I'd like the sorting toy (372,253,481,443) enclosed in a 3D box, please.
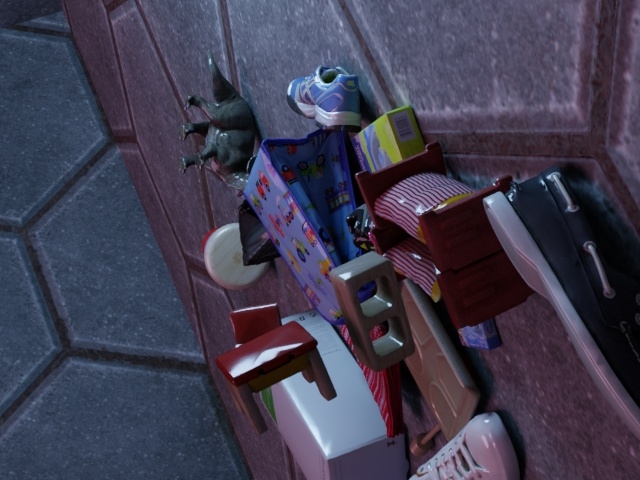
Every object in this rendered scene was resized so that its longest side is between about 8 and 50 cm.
[{"bbox_3d":[0.148,0.134,1.715,0.229,0.041,0.307,89,157,-58],"label":"sorting toy"}]

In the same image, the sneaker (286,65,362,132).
[{"bbox_3d":[0.012,-0.213,1.713,0.211,0.080,0.081,-143,57,-61],"label":"sneaker"}]

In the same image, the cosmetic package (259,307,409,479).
[{"bbox_3d":[0.013,0.314,2.166,0.365,0.155,0.197,-126,24,-49],"label":"cosmetic package"}]

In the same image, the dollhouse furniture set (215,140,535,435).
[{"bbox_3d":[0.036,0.041,1.356,0.201,0.374,0.152,34,145,63],"label":"dollhouse furniture set"}]

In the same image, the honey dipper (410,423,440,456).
[{"bbox_3d":[0.172,0.299,1.843,0.030,0.030,0.161,65,160,19],"label":"honey dipper"}]

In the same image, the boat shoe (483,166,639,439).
[{"bbox_3d":[0.261,0.055,1.115,0.303,0.091,0.114,61,-178,25],"label":"boat shoe"}]

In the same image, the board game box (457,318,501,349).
[{"bbox_3d":[0.193,0.094,1.529,0.090,0.020,0.090,174,79,-74],"label":"board game box"}]

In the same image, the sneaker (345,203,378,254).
[{"bbox_3d":[0.087,-0.001,1.661,0.170,0.074,0.063,53,169,51],"label":"sneaker"}]

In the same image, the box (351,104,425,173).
[{"bbox_3d":[0.094,-0.107,1.589,0.178,0.042,0.109,153,98,-74],"label":"box"}]

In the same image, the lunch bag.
[{"bbox_3d":[0.000,0.000,1.839,0.221,0.138,0.293,122,129,-70],"label":"lunch bag"}]

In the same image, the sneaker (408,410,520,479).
[{"bbox_3d":[0.191,0.332,1.641,0.290,0.123,0.106,99,150,-57],"label":"sneaker"}]

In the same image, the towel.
[{"bbox_3d":[0.077,0.164,1.937,0.275,0.031,0.199,-115,15,-48],"label":"towel"}]

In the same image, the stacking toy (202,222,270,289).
[{"bbox_3d":[-0.206,0.027,2.633,0.330,0.141,0.141,-168,60,-77],"label":"stacking toy"}]

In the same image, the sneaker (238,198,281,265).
[{"bbox_3d":[-0.114,-0.025,2.293,0.286,0.109,0.130,157,98,-73],"label":"sneaker"}]

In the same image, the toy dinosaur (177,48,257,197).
[{"bbox_3d":[-0.180,-0.198,2.248,0.121,0.160,0.314,-32,65,55],"label":"toy dinosaur"}]
